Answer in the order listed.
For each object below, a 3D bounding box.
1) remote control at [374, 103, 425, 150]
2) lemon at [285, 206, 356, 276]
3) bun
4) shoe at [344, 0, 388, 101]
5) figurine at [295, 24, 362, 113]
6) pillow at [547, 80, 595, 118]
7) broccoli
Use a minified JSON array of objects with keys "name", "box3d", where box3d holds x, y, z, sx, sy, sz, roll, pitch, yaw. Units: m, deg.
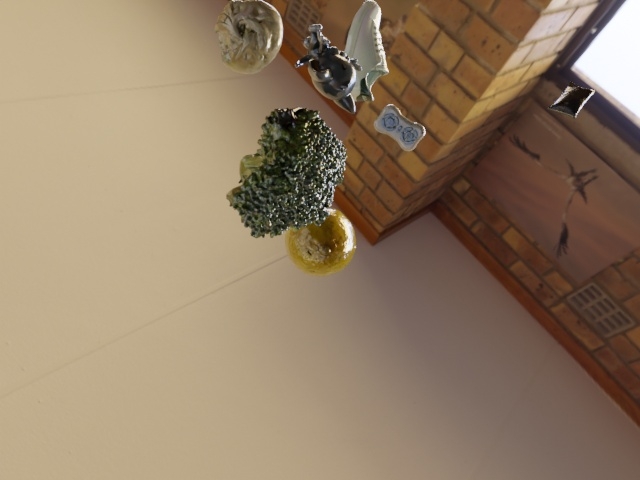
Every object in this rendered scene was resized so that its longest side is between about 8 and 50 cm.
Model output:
[{"name":"remote control","box3d":[0.195,-0.277,1.119,0.122,0.074,0.032,32,-156,-7]},{"name":"lemon","box3d":[-0.001,0.001,1.448,0.236,0.263,0.236,1,-103,-5]},{"name":"bun","box3d":[-0.233,-0.634,1.404,0.210,0.237,0.116,47,-155,3]},{"name":"shoe","box3d":[0.177,-0.664,1.608,0.160,0.132,0.363,19,-88,16]},{"name":"figurine","box3d":[0.005,-0.491,1.243,0.265,0.140,0.193,44,-175,30]},{"name":"pillow","box3d":[0.844,-0.471,1.525,0.090,0.048,0.150,24,-116,43]},{"name":"broccoli","box3d":[-0.080,-0.184,1.208,0.277,0.338,0.317,28,-160,-37]}]
